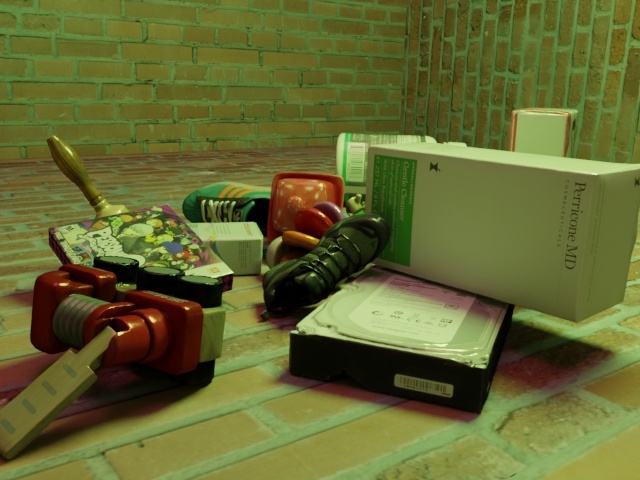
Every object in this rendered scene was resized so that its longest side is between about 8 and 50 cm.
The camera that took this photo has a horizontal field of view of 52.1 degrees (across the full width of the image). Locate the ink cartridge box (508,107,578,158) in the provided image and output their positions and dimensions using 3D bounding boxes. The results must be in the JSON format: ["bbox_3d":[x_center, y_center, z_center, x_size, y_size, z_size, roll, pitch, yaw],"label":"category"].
[{"bbox_3d":[0.383,-0.146,1.125,0.092,0.159,0.218,7,15,22],"label":"ink cartridge box"}]

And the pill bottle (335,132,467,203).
[{"bbox_3d":[0.225,-0.199,1.863,0.360,0.204,0.204,3,14,4],"label":"pill bottle"}]

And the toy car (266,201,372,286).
[{"bbox_3d":[0.000,0.000,1.162,0.159,0.137,0.182,10,16,33],"label":"toy car"}]

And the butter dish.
[{"bbox_3d":[-0.040,-0.068,1.344,0.160,0.160,0.118,5,-4,12],"label":"butter dish"}]

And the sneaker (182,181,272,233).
[{"bbox_3d":[-0.187,-0.070,1.488,0.301,0.108,0.121,0,18,14],"label":"sneaker"}]

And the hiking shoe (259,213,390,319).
[{"bbox_3d":[0.010,0.047,0.973,0.226,0.086,0.114,-34,20,15],"label":"hiking shoe"}]

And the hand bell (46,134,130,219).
[{"bbox_3d":[-0.397,-0.079,1.150,0.126,0.242,0.126,-26,20,10],"label":"hand bell"}]

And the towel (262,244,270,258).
[{"bbox_3d":[-0.052,0.017,1.288,0.119,0.029,0.067,-5,2,-28],"label":"towel"}]

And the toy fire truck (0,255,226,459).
[{"bbox_3d":[-0.256,0.112,0.715,0.216,0.159,0.246,11,6,31],"label":"toy fire truck"}]

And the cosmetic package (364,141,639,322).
[{"bbox_3d":[0.246,-0.032,0.949,0.155,0.197,0.365,-10,16,-41],"label":"cosmetic package"}]

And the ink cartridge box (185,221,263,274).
[{"bbox_3d":[-0.200,0.015,1.208,0.174,0.073,0.127,-1,14,-12],"label":"ink cartridge box"}]

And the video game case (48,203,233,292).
[{"bbox_3d":[-0.285,0.029,1.032,0.210,0.042,0.232,-15,40,-35],"label":"video game case"}]

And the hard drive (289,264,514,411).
[{"bbox_3d":[0.130,0.110,0.890,0.236,0.064,0.339,8,14,21],"label":"hard drive"}]

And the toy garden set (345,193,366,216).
[{"bbox_3d":[0.125,-0.114,1.462,0.244,0.049,0.203,-39,-11,26],"label":"toy garden set"}]
